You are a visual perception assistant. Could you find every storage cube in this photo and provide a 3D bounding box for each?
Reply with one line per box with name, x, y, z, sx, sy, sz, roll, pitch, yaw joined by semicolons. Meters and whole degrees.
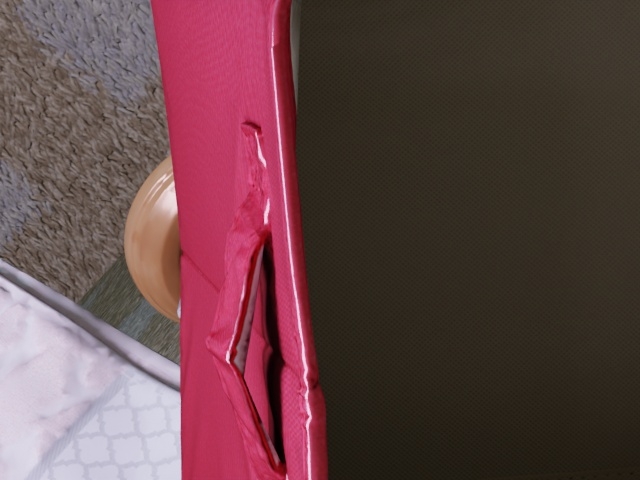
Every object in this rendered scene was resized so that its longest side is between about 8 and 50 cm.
storage cube;0.064;0.010;0.507;0.193;0.215;0.183;-149;54;-73

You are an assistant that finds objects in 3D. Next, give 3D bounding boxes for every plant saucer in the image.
plant saucer;-0.059;-0.003;1.487;0.200;0.200;0.037;-48;38;14

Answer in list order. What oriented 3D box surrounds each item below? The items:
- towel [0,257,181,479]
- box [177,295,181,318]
towel;-0.210;0.153;0.794;0.332;0.317;0.053;-52;-35;-19
box;0.000;0.000;1.356;0.181;0.119;0.182;-48;10;13
